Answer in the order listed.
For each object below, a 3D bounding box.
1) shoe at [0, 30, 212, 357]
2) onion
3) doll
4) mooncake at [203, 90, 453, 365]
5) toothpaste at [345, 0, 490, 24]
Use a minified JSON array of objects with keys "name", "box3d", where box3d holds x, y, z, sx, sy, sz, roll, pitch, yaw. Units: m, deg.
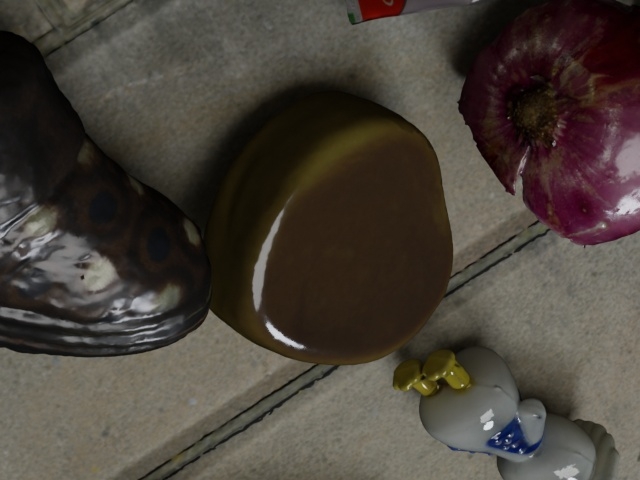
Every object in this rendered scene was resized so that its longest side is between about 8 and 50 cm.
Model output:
[{"name":"shoe","box3d":[-0.252,-0.046,1.387,0.384,0.171,0.237,8,121,-18]},{"name":"onion","box3d":[0.232,-0.113,1.519,0.200,0.207,0.200,-5,136,-5]},{"name":"doll","box3d":[0.190,0.191,1.761,0.138,0.119,0.293,-15,141,42]},{"name":"mooncake","box3d":[0.000,0.000,1.540,0.235,0.117,0.235,-17,122,-30]},{"name":"toothpaste","box3d":[0.160,-0.233,1.524,0.301,0.048,0.075,-7,127,-16]}]
